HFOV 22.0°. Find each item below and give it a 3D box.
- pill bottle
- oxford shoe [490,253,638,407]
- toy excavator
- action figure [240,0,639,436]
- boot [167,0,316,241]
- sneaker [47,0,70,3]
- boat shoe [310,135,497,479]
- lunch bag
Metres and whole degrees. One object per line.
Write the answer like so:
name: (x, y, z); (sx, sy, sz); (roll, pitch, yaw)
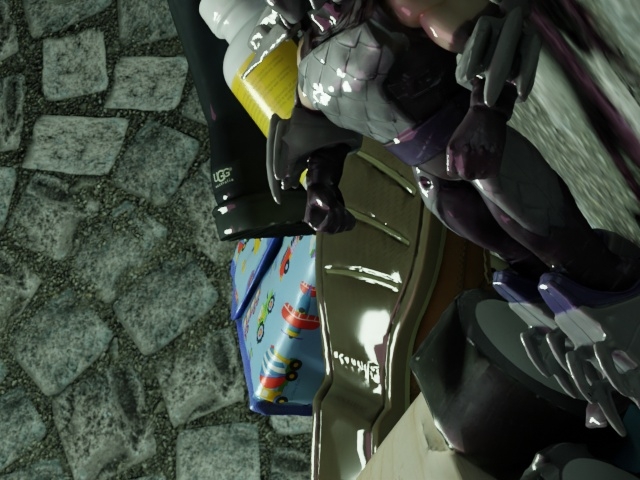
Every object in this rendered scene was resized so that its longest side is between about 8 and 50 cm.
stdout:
pill bottle: (-0.002, -0.110, 1.141); (0.184, 0.103, 0.103); (53, 179, 10)
oxford shoe: (0.156, 0.089, 1.139); (0.397, 0.141, 0.146); (-116, 26, -59)
toy excavator: (0.228, 0.271, 0.818); (0.445, 0.222, 0.433); (23, -157, -22)
action figure: (0.062, -0.032, 0.703); (0.285, 0.099, 0.185); (45, 163, -12)
boot: (-0.002, -0.110, 1.280); (0.246, 0.094, 0.207); (-4, -99, -44)
sneaker: (-0.125, -0.280, 1.367); (0.090, 0.145, 0.270); (65, -149, -19)
boat shoe: (0.064, 0.046, 1.016); (0.111, 0.104, 0.307); (34, 121, 53)
lunch bag: (0.000, 0.000, 1.558); (0.138, 0.221, 0.293); (11, -154, -22)
